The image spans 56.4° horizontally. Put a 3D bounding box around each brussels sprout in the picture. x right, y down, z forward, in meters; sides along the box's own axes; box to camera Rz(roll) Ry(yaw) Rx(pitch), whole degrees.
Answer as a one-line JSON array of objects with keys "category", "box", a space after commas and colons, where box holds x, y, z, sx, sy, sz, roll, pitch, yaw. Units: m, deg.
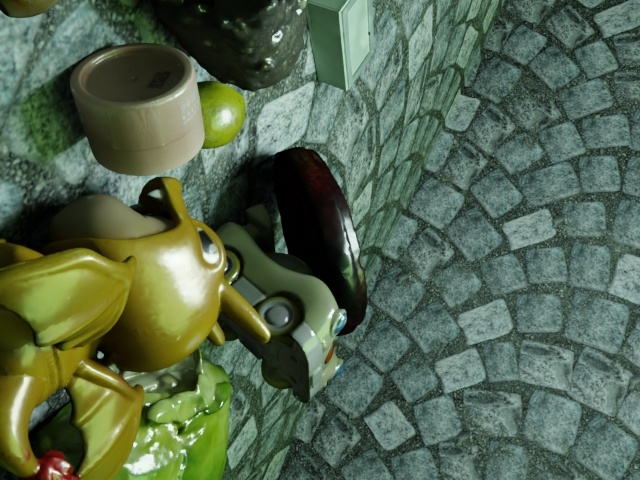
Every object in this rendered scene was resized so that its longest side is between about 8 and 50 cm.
[{"category": "brussels sprout", "box": [-0.309, 0.353, 1.001, 0.371, 0.276, 0.315, -55, 147, -49]}]

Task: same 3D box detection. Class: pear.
[{"category": "pear", "box": [-0.177, -0.197, 0.942, 0.131, 0.107, 0.107, -35, 146, -38]}]

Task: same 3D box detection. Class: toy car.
[{"category": "toy car", "box": [-0.081, 0.116, 1.171, 0.226, 0.336, 0.242, -41, 151, -28]}]

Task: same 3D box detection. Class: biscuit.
[{"category": "biscuit", "box": [0.000, 0.000, 1.260, 0.091, 0.407, 0.407, -17, 143, -14]}]

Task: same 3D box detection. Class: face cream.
[{"category": "face cream", "box": [-0.227, -0.167, 0.755, 0.149, 0.149, 0.104, -52, 156, -37]}]

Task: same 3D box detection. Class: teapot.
[{"category": "teapot", "box": [-0.285, -0.266, 0.568, 0.080, 0.110, 0.085, -45, 112, -17]}]

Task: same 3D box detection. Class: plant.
[{"category": "plant", "box": [-0.118, -0.343, 0.800, 0.276, 0.199, 0.188, 64, 46, -71]}]

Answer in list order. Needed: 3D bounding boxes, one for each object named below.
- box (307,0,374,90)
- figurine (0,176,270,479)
[{"category": "box", "box": [0.047, -0.450, 1.272, 0.129, 0.086, 0.225, -59, 161, -20]}, {"category": "figurine", "box": [-0.288, 0.120, 0.764, 0.387, 0.268, 0.401, -29, 131, -40]}]
